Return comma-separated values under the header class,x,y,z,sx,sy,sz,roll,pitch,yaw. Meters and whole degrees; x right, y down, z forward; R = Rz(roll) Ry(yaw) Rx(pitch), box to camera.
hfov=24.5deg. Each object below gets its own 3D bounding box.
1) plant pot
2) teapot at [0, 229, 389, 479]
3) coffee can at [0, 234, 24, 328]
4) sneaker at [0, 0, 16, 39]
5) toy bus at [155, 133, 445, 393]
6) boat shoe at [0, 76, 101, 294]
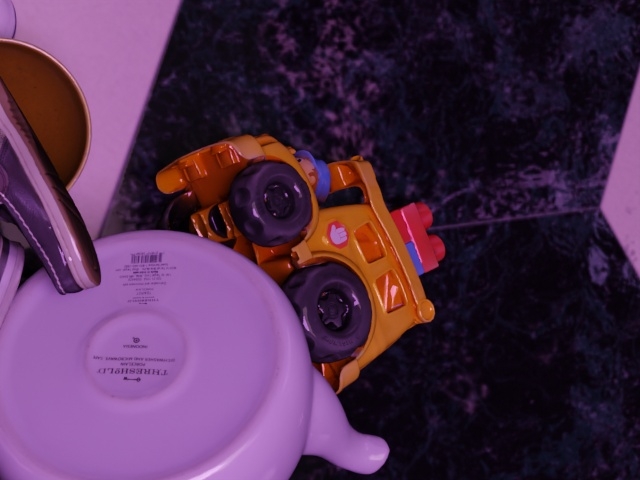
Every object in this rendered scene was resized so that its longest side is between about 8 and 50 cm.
class,x,y,z,sx,sy,sz,roll,pitch,yaw
plant pot,-0.251,-0.080,1.123,0.134,0.095,0.134,2,86,-22
teapot,-0.124,0.130,1.071,0.252,0.187,0.256,-40,63,-22
coffee can,-0.373,0.023,1.008,0.275,0.201,0.201,31,76,-19
sneaker,-0.346,-0.177,1.053,0.282,0.161,0.102,5,84,-24
toy bus,0.000,0.000,1.213,0.211,0.149,0.220,-28,96,-35
boat shoe,-0.229,-0.052,1.028,0.073,0.080,0.223,-29,80,-4
